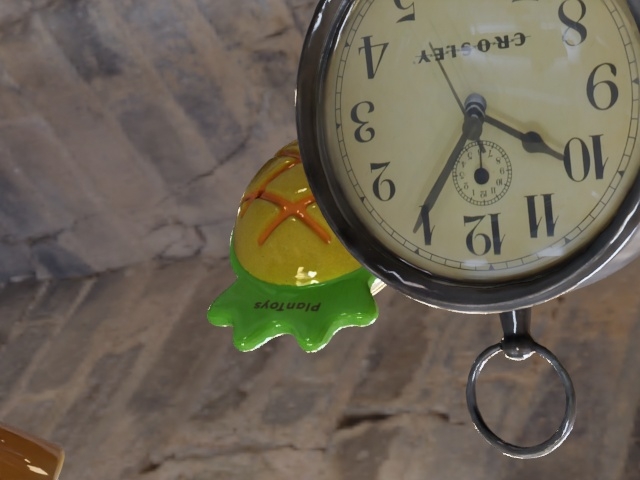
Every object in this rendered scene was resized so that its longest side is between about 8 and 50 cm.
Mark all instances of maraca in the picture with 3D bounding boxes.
[{"bbox_3d":[0.000,0.000,0.699,0.185,0.127,0.099,-67,144,-45],"label":"maraca"}]

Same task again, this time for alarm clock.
[{"bbox_3d":[0.060,-0.025,0.374,0.064,0.129,0.192,-4,91,-56],"label":"alarm clock"}]

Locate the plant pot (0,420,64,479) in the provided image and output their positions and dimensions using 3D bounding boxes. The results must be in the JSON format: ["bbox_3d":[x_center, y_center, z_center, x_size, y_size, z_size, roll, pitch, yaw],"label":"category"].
[{"bbox_3d":[-0.263,0.167,0.593,0.188,0.205,0.205,26,56,-10],"label":"plant pot"}]
